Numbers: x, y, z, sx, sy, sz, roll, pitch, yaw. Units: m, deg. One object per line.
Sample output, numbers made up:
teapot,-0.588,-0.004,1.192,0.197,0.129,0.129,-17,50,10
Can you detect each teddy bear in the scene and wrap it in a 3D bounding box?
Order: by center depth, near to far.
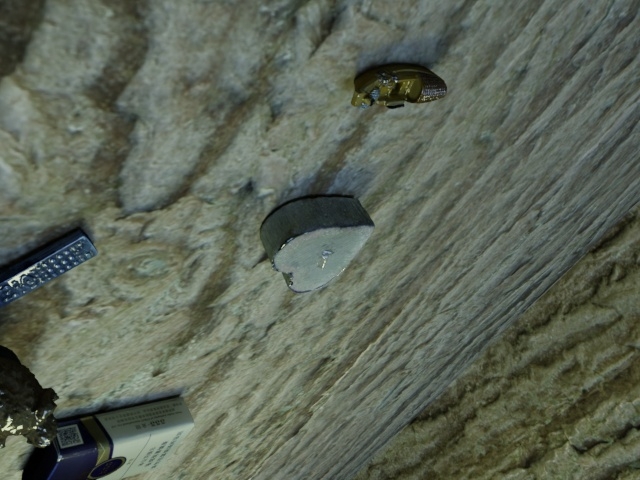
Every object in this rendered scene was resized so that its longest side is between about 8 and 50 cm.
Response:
teddy bear,-0.396,0.175,0.675,0.251,0.129,0.182,-20,150,37

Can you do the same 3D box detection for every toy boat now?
toy boat,0.098,-0.192,0.739,0.149,0.049,0.047,-15,146,-32

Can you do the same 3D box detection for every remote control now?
remote control,-0.327,0.037,0.657,0.152,0.027,0.044,-30,145,-14

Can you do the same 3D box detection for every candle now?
candle,0.000,0.000,0.900,0.168,0.068,0.192,-30,152,-4

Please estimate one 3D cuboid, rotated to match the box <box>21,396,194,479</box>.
box,-0.374,0.370,1.048,0.259,0.071,0.168,-1,136,-48
